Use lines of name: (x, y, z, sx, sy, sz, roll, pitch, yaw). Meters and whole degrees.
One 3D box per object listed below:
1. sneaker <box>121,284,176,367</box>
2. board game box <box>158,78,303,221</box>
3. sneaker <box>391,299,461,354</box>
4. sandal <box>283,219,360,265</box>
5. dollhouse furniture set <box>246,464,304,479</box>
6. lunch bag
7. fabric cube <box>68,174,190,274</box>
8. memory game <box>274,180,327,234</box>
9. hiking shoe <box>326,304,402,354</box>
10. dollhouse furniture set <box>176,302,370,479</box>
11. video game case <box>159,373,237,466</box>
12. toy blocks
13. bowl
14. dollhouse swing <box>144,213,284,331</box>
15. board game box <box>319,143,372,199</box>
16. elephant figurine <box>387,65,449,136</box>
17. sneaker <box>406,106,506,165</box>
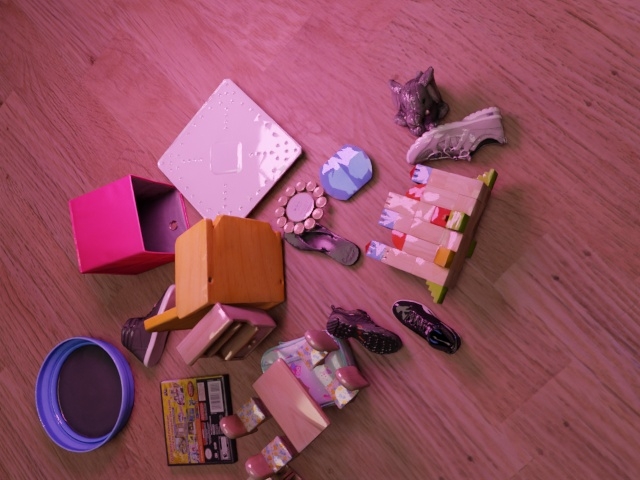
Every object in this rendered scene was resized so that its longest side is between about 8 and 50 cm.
sneaker: (-0.578, 0.265, 1.728, 0.147, 0.105, 0.295, 24, 97, 16)
board game box: (-0.303, -0.271, 1.710, 0.390, 0.050, 0.390, 46, 100, 18)
sneaker: (0.285, 0.228, 1.407, 0.217, 0.121, 0.079, 31, 95, 20)
sandal: (0.001, -0.001, 1.569, 0.255, 0.054, 0.097, 18, 91, 21)
dollhouse furniture set: (-0.161, 0.756, 1.515, 0.129, 0.129, 0.183, 36, 96, 19)
lunch bag: (-0.037, 0.387, 1.517, 0.279, 0.108, 0.223, -23, 78, 17)
fabric cube: (-0.615, -0.038, 1.693, 0.258, 0.259, 0.253, -19, 79, 20)
memory game: (-0.062, -0.103, 1.596, 0.186, 0.012, 0.186, -12, 63, 25)
hiking shoe: (0.132, 0.244, 1.476, 0.227, 0.114, 0.086, 23, 123, -6)
dollhouse furniture set: (-0.150, 0.369, 1.368, 0.362, 0.256, 0.394, -47, 66, 10)
video game case: (-0.398, 0.583, 1.671, 0.249, 0.035, 0.274, -11, 82, 19)
toy blocks: (0.286, -0.050, 1.422, 0.261, 0.191, 0.380, 22, 93, 32)
bowl: (-0.825, 0.533, 1.810, 0.392, 0.077, 0.390, -2, 84, 20)
dollhouse swing: (-0.330, 0.108, 1.535, 0.305, 0.347, 0.314, -7, 82, 31)
board game box: (0.081, -0.205, 1.573, 0.169, 0.033, 0.133, -42, 77, 18)
elephant figurine: (0.264, -0.392, 1.411, 0.186, 0.239, 0.169, 43, 100, 19)
sneaker: (0.376, -0.266, 1.429, 0.282, 0.105, 0.115, -23, 77, 16)
